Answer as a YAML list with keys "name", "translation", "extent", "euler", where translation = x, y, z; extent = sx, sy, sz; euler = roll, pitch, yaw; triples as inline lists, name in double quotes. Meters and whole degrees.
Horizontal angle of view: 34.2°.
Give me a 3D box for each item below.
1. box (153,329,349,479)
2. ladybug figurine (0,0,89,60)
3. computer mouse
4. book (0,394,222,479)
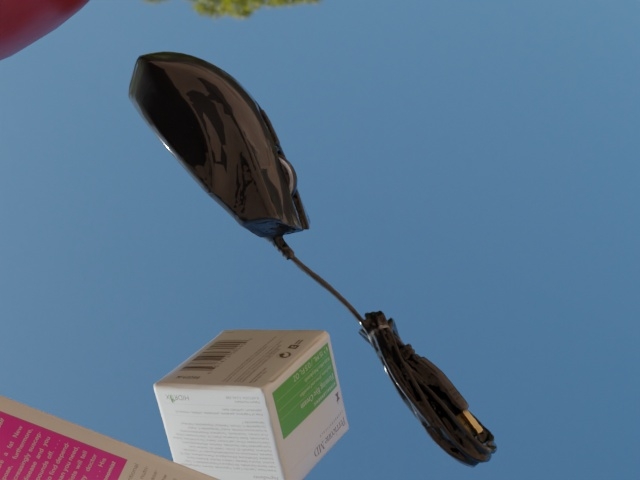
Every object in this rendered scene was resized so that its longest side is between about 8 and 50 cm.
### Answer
- name: "box"
  translation: [-0.050, 0.125, 0.781]
  extent: [0.102, 0.087, 0.101]
  euler: [-2, -161, 30]
- name: "ladybug figurine"
  translation: [-0.215, -0.183, 0.395]
  extent: [0.449, 0.162, 0.305]
  euler: [32, -109, 31]
- name: "computer mouse"
  translation: [0.000, 0.000, 0.470]
  extent: [0.242, 0.041, 0.071]
  euler: [48, -174, 7]
- name: "book"
  translation: [-0.102, 0.103, 0.336]
  extent: [0.144, 0.035, 0.096]
  euler: [20, -113, 9]
